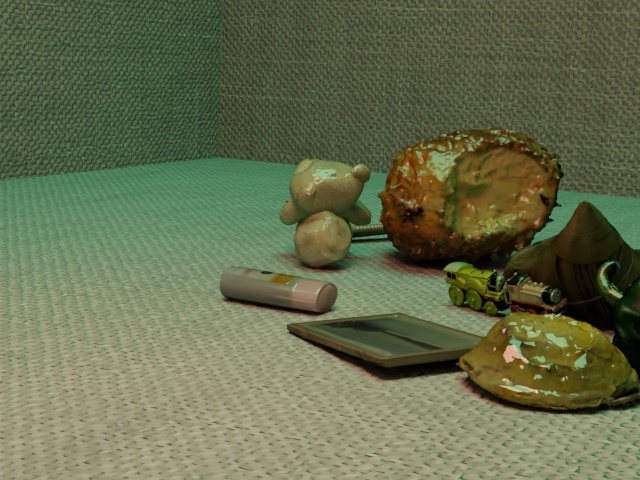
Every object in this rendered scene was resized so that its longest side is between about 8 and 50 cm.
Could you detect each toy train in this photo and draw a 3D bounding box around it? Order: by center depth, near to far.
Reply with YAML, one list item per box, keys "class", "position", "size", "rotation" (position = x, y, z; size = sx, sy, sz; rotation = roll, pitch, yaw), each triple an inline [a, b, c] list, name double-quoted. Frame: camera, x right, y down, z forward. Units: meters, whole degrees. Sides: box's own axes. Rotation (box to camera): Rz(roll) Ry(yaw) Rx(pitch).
- class: "toy train"
  position: [0.312, 0.091, 1.950]
  size: [0.053, 0.085, 0.249]
  rotation: [-25, 24, -33]

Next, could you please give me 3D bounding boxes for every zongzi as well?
- class: "zongzi"
  position: [0.390, 0.014, 1.914]
  size: [0.273, 0.145, 0.300]
  rotation: [8, -31, 45]

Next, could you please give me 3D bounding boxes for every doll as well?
- class: "doll"
  position: [0.004, -0.075, 2.440]
  size: [0.175, 0.278, 0.149]
  rotation: [-25, 60, -21]

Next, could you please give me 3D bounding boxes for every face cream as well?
- class: "face cream"
  position: [-0.074, 0.083, 1.974]
  size: [0.198, 0.057, 0.084]
  rotation: [6, 11, 27]

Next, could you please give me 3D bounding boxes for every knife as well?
- class: "knife"
  position: [0.163, -0.020, 2.724]
  size: [0.365, 0.043, 0.089]
  rotation: [-6, -21, -30]

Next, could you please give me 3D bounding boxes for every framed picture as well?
- class: "framed picture"
  position: [0.107, 0.145, 1.718]
  size: [0.213, 0.016, 0.289]
  rotation: [-3, 7, -28]

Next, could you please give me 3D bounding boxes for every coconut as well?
- class: "coconut"
  position: [0.000, 0.000, 2.336]
  size: [0.110, 0.110, 0.124]
  rotation: [-7, -9, -43]

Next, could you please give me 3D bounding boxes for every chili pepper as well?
- class: "chili pepper"
  position: [0.484, 0.114, 1.615]
  size: [0.173, 0.165, 0.261]
  rotation: [-24, 26, -28]

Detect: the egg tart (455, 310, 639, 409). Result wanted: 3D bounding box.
- class: "egg tart"
  position: [0.310, 0.157, 1.539]
  size: [0.252, 0.098, 0.232]
  rotation: [7, 13, 6]

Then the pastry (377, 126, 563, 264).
- class: "pastry"
  position: [0.298, -0.088, 2.450]
  size: [0.405, 0.293, 0.337]
  rotation: [-14, 6, -21]

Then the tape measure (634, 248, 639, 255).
- class: "tape measure"
  position: [0.586, 0.071, 2.064]
  size: [0.199, 0.112, 0.186]
  rotation: [0, 12, -8]

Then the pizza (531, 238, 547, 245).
- class: "pizza"
  position: [0.562, 0.012, 2.556]
  size: [0.246, 0.058, 0.127]
  rotation: [-3, 11, -17]
